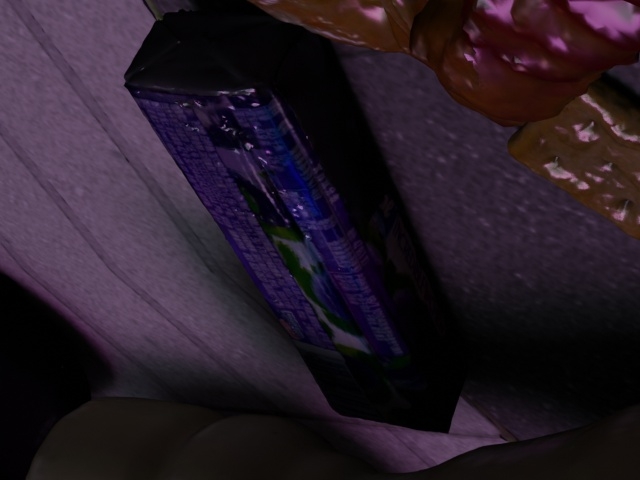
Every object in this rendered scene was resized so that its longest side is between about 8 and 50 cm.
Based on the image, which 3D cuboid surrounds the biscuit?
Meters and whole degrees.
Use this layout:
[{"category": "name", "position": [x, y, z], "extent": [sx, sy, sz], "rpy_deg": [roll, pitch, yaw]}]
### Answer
[{"category": "biscuit", "position": [0.131, -0.037, 0.742], "extent": [0.083, 0.018, 0.081], "rpy_deg": [34, 154, -3]}]

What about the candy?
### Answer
[{"category": "candy", "position": [0.000, 0.000, 0.894], "extent": [0.088, 0.061, 0.312], "rpy_deg": [9, 147, 30]}]

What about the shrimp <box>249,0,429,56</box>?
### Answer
[{"category": "shrimp", "position": [0.064, -0.109, 0.655], "extent": [0.294, 0.062, 0.154], "rpy_deg": [15, 161, 35]}]

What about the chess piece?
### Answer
[{"category": "chess piece", "position": [0.055, 0.188, 0.898], "extent": [0.442, 0.234, 0.234], "rpy_deg": [1, 141, 29]}]

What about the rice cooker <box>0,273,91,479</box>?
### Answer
[{"category": "rice cooker", "position": [-0.313, 0.146, 1.295], "extent": [0.267, 0.224, 0.267], "rpy_deg": [27, 153, 15]}]

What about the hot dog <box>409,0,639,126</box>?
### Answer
[{"category": "hot dog", "position": [0.100, -0.154, 0.354], "extent": [0.185, 0.223, 0.405], "rpy_deg": [36, 153, -2]}]
